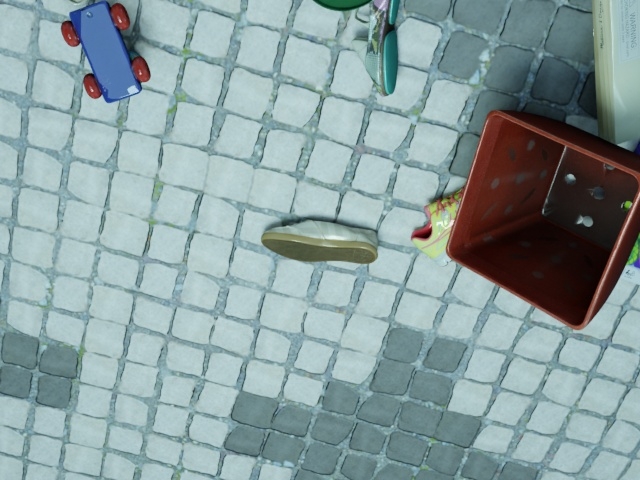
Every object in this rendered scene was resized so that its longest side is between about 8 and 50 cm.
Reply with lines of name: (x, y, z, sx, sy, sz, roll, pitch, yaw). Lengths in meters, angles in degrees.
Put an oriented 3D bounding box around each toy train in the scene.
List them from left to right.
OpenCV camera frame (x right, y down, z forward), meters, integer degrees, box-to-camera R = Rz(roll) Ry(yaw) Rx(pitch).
toy train: (-0.355, -0.357, 1.403, 0.105, 0.143, 0.248, -18, 110, 4)

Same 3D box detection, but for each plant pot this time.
plant pot: (0.405, -0.058, 1.413, 0.267, 0.235, 0.267, 32, 123, 31)

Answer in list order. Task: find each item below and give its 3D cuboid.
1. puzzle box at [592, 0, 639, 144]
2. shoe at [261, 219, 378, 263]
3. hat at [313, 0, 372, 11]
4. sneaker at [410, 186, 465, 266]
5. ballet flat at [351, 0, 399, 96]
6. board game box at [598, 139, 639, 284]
puzzle box: (0.543, -0.376, 1.323, 0.272, 0.052, 0.409, -17, 116, -12)
shoe: (0.000, 0.000, 1.607, 0.219, 0.058, 0.077, 7, 148, 5)
hat: (0.021, -0.445, 1.276, 0.173, 0.183, 0.208, 39, 110, 8)
sneaker: (0.235, -0.050, 1.547, 0.094, 0.081, 0.208, 29, 116, -8)
ballet flat: (0.091, -0.348, 1.416, 0.079, 0.077, 0.222, 11, 114, 19)
board game box: (0.677, -0.010, 1.537, 0.347, 0.078, 0.233, 18, 117, -5)
